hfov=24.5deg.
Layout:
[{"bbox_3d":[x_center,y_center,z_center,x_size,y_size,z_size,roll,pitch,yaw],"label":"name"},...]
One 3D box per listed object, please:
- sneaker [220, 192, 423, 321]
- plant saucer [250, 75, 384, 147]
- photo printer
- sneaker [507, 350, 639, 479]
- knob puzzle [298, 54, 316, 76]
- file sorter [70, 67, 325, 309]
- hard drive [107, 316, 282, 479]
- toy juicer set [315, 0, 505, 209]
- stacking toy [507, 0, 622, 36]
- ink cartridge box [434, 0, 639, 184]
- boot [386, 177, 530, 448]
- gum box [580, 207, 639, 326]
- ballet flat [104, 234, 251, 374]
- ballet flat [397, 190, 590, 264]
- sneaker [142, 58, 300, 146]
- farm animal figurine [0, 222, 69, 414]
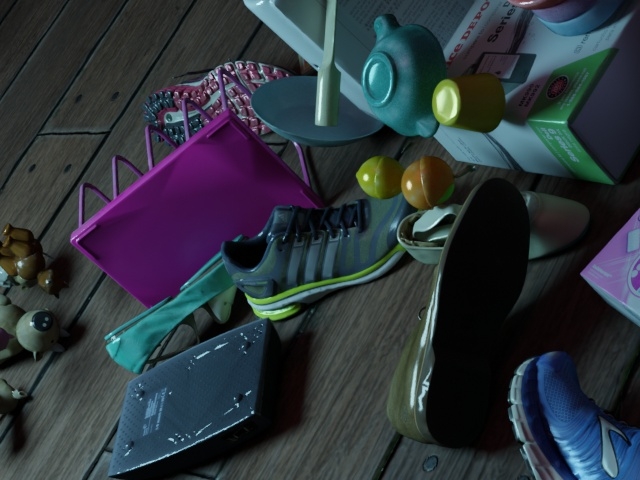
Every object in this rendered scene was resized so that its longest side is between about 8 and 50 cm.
[{"bbox_3d":[0.000,0.000,1.876,0.300,0.121,0.111,-30,36,24],"label":"sneaker"},{"bbox_3d":[-0.003,-0.173,2.069,0.195,0.037,0.195,5,33,-3],"label":"plant saucer"},{"bbox_3d":[0.080,-0.317,1.950,0.256,0.307,0.107,-55,32,-5],"label":"photo printer"},{"bbox_3d":[0.275,0.218,1.352,0.147,0.129,0.330,-26,39,6],"label":"sneaker"},{"bbox_3d":[0.029,-0.363,2.319,0.213,0.030,0.213,-30,36,25],"label":"knob puzzle"},{"bbox_3d":[-0.178,-0.069,2.089,0.291,0.202,0.182,-37,31,15],"label":"file sorter"},{"bbox_3d":[-0.157,0.212,1.894,0.255,0.054,0.172,-26,38,30],"label":"hard drive"},{"bbox_3d":[0.092,-0.161,1.786,0.329,0.089,0.209,45,128,44],"label":"toy juicer set"},{"bbox_3d":[0.289,-0.393,1.716,0.279,0.130,0.309,-55,39,15],"label":"stacking toy"},{"bbox_3d":[0.274,-0.196,1.770,0.289,0.121,0.211,13,66,54],"label":"ink cartridge box"},{"bbox_3d":[0.142,0.074,1.624,0.115,0.112,0.305,-6,63,61],"label":"boot"},{"bbox_3d":[0.359,0.046,1.468,0.107,0.062,0.188,-47,32,0],"label":"gum box"},{"bbox_3d":[-0.175,0.096,2.008,0.247,0.087,0.083,-38,2,-3],"label":"ballet flat"},{"bbox_3d":[0.191,-0.018,1.713,0.248,0.086,0.086,-12,47,42],"label":"ballet flat"},{"bbox_3d":[-0.142,-0.228,2.302,0.299,0.120,0.112,-3,21,38],"label":"sneaker"},{"bbox_3d":[-0.489,0.155,2.254,0.327,0.172,0.330,-1,61,64],"label":"farm animal figurine"}]
